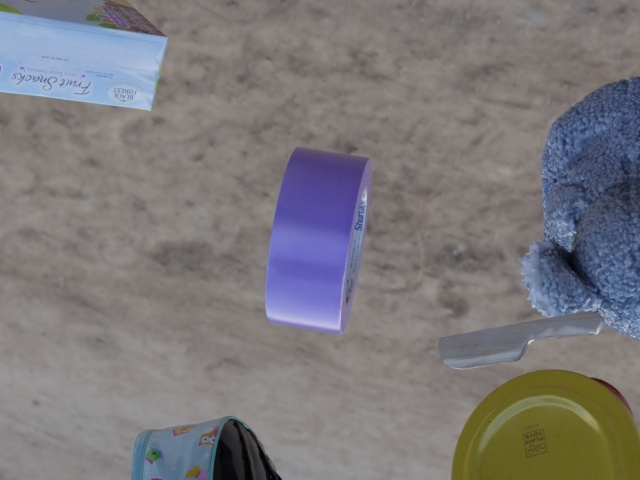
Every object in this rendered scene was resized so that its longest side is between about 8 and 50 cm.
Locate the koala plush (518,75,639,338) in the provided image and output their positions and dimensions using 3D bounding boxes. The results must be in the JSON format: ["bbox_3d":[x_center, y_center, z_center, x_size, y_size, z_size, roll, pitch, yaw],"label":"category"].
[{"bbox_3d":[0.241,-0.003,0.902,0.196,0.221,0.203,-5,113,19],"label":"koala plush"}]

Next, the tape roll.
[{"bbox_3d":[0.000,0.000,1.242,0.080,0.189,0.189,10,144,7],"label":"tape roll"}]

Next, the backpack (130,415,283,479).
[{"bbox_3d":[-0.095,0.233,0.903,0.144,0.188,0.166,-11,134,21],"label":"backpack"}]

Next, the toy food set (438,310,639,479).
[{"bbox_3d":[0.152,0.154,0.728,0.128,0.217,0.071,-22,148,30],"label":"toy food set"}]

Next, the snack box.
[{"bbox_3d":[-0.243,-0.179,0.968,0.175,0.207,0.070,5,112,-29],"label":"snack box"}]
